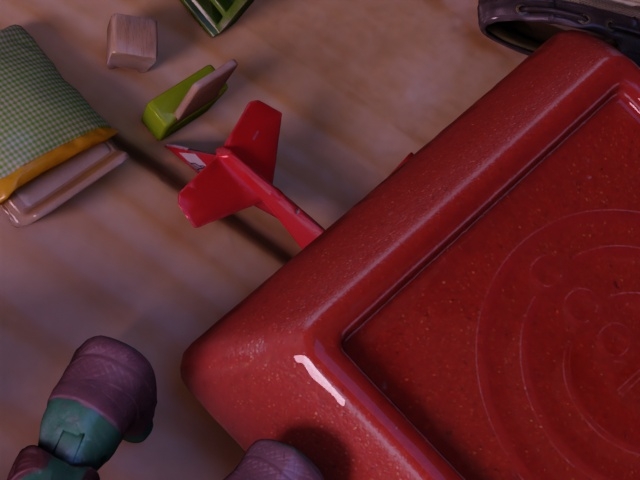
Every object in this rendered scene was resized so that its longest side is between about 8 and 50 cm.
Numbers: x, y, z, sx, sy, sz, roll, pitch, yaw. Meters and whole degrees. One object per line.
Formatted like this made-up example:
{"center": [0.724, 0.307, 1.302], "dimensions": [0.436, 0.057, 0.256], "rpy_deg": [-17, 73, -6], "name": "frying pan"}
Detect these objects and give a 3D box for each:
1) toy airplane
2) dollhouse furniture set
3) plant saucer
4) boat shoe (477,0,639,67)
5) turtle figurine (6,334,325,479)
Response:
{"center": [0.000, 0.000, 0.586], "dimensions": [0.151, 0.028, 0.151], "rpy_deg": [10, 66, -22], "name": "toy airplane"}
{"center": [-0.083, -0.076, 0.560], "dimensions": [0.152, 0.058, 0.076], "rpy_deg": [-38, 88, -31], "name": "dollhouse furniture set"}
{"center": [0.123, 0.057, 0.555], "dimensions": [0.258, 0.048, 0.259], "rpy_deg": [46, 62, 6], "name": "plant saucer"}
{"center": [0.144, -0.092, 0.678], "dimensions": [0.152, 0.056, 0.049], "rpy_deg": [20, 68, -6], "name": "boat shoe"}
{"center": [-0.099, 0.143, 0.441], "dimensions": [0.175, 0.118, 0.234], "rpy_deg": [42, 54, -4], "name": "turtle figurine"}
